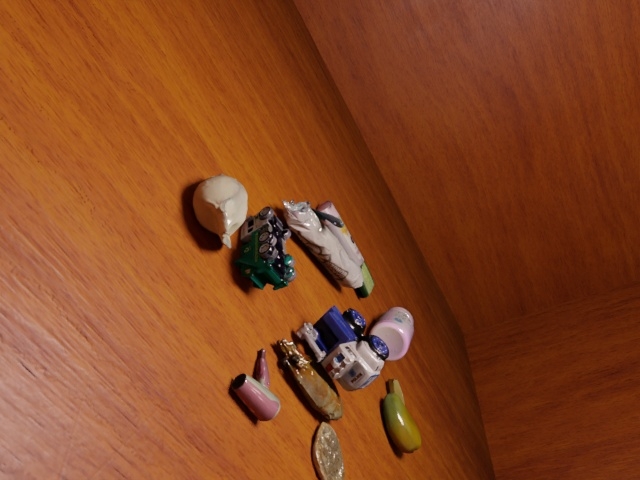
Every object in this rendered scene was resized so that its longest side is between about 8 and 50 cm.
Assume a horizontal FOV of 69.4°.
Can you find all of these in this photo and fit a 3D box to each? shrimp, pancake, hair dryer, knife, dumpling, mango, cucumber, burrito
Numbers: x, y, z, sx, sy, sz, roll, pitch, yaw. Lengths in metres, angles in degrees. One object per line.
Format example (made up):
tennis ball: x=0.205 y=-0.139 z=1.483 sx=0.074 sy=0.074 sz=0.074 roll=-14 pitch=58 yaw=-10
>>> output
shrimp: x=-0.024 y=0.329 z=1.137 sx=0.294 sy=0.062 sz=0.154 roll=58 pitch=9 yaw=-31
pancake: x=0.023 y=0.512 z=1.099 sx=0.152 sy=0.025 sz=0.152 roll=52 pitch=24 yaw=-35
hair dryer: x=-0.128 y=0.280 z=0.945 sx=0.106 sy=0.054 sz=0.154 roll=54 pitch=13 yaw=-22
knife: x=0.006 y=-0.078 z=1.473 sx=0.045 sy=0.019 sz=0.313 roll=59 pitch=-12 yaw=-25
dumpling: x=-0.213 y=-0.062 z=1.011 sx=0.181 sy=0.111 sz=0.155 roll=-57 pitch=154 yaw=-59
mango: x=0.264 y=0.604 z=1.531 sx=0.130 sy=0.091 sz=0.195 roll=27 pitch=40 yaw=-59
cucumber: x=0.157 y=0.156 z=1.786 sx=0.115 sy=0.062 sz=0.116 roll=62 pitch=27 yaw=-11
burrito: x=0.000 y=0.000 z=1.478 sx=0.445 sy=0.101 sz=0.139 roll=49 pitch=4 yaw=-38

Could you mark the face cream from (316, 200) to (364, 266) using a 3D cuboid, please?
face cream: x=0.072 y=-0.018 z=1.741 sx=0.269 sy=0.073 sz=0.107 roll=60 pitch=13 yaw=-17

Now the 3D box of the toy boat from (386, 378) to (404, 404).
toy boat: x=0.268 y=0.567 z=1.647 sx=0.047 sy=0.049 sz=0.149 roll=11 pitch=55 yaw=-31

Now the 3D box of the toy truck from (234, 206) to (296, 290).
toy truck: x=-0.137 y=0.024 z=1.091 sx=0.110 sy=0.116 sz=0.216 roll=53 pitch=17 yaw=-39

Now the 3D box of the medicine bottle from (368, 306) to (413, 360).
medicine bottle: x=0.277 y=0.347 z=1.759 sx=0.152 sy=0.151 sz=0.254 roll=67 pitch=20 yaw=-1

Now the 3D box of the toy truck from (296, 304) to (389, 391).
toy truck: x=0.053 y=0.281 z=1.189 sx=0.213 sy=0.161 sz=0.177 roll=50 pitch=16 yaw=24
